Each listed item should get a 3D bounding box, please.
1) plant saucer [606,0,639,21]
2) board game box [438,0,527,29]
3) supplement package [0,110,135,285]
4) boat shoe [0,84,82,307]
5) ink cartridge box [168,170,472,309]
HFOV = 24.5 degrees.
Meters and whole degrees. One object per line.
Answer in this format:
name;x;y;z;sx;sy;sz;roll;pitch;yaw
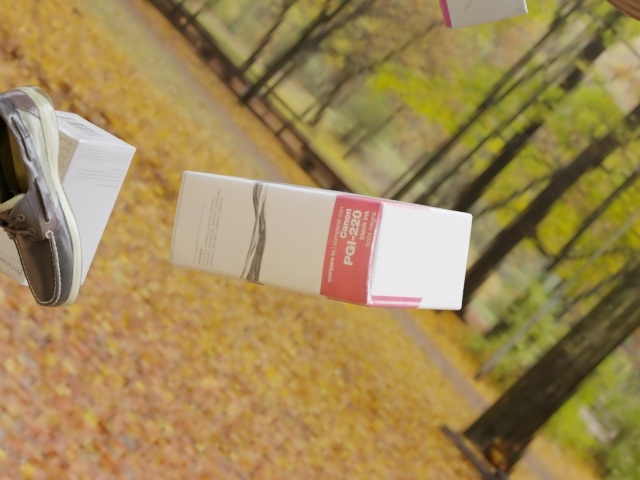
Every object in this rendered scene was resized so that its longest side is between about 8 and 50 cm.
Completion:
plant saucer;0.283;-0.277;1.008;0.278;0.278;0.041;47;14;23
board game box;0.142;-0.409;1.628;0.303;0.097;0.224;-95;170;-51
supplement package;-0.309;-0.049;1.681;0.105;0.179;0.105;29;12;28
boat shoe;-0.292;-0.039;1.447;0.080;0.224;0.073;-1;10;40
ink cartridge box;0.000;0.000;1.294;0.217;0.092;0.158;8;1;35
